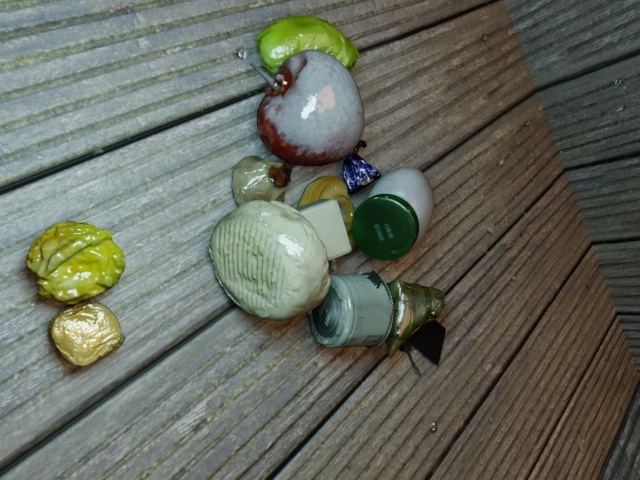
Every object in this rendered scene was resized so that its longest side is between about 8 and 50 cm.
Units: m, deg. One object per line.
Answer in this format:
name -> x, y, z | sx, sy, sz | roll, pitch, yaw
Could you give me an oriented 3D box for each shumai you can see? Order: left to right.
shumai -> -0.159, -0.165, 1.394 | 0.201, 0.120, 0.201 | 8, 78, -40

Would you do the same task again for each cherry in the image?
cherry -> -0.017, -0.382, 1.380 | 0.335, 0.291, 0.326 | -3, 115, -33

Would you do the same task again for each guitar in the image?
guitar -> 0.327, 0.403, 1.744 | 0.088, 0.025, 0.233 | -33, 104, -40

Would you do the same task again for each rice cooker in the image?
rice cooker -> 0.101, 0.217, 1.466 | 0.227, 0.241, 0.280 | 4, 119, -33

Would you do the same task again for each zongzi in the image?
zongzi -> 0.342, 0.292, 1.679 | 0.250, 0.125, 0.274 | 11, 68, -23

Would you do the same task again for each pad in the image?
pad -> 0.405, 0.354, 1.806 | 0.243, 0.004, 0.164 | 42, 54, -29

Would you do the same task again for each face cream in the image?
face cream -> 0.261, -0.088, 1.591 | 0.357, 0.219, 0.312 | -39, 143, -60

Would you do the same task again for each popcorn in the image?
popcorn -> -0.547, 0.045, 1.050 | 0.197, 0.155, 0.198 | -17, 112, -47

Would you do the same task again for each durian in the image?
durian -> -0.038, -0.586, 1.498 | 0.339, 0.204, 0.256 | 34, 76, -32

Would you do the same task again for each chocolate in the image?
chocolate -> 0.090, -0.330, 1.615 | 0.148, 0.126, 0.343 | -22, 85, -24

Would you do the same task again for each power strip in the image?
power strip -> 0.000, 0.000, 1.401 | 0.139, 0.140, 0.224 | -20, 100, -15

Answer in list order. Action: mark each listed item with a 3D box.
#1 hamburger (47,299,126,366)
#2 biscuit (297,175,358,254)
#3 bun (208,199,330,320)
hamburger -> -0.534, 0.210, 1.074 | 0.138, 0.083, 0.147 | -37, 104, -31
biscuit -> 0.029, -0.072, 1.543 | 0.213, 0.091, 0.274 | -27, 102, -39
bun -> -0.123, 0.043, 1.263 | 0.211, 0.359, 0.360 | -32, 103, -44
